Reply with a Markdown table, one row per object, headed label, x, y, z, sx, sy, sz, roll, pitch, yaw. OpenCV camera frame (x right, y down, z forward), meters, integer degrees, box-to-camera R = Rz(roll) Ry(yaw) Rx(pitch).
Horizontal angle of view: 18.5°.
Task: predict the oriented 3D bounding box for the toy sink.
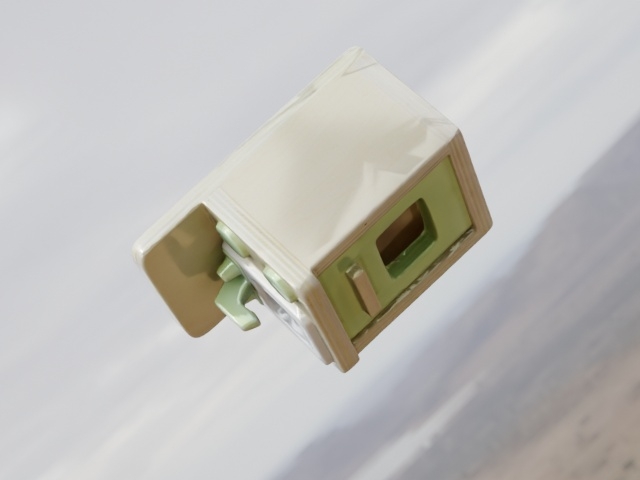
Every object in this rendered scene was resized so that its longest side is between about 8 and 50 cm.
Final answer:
| label | x | y | z | sx | sy | sz | roll | pitch | yaw |
| --- | --- | --- | --- | --- | --- | --- | --- | --- | --- |
| toy sink | 0.000 | 0.000 | 1.482 | 0.234 | 0.131 | 0.153 | -42 | -30 | -10 |
